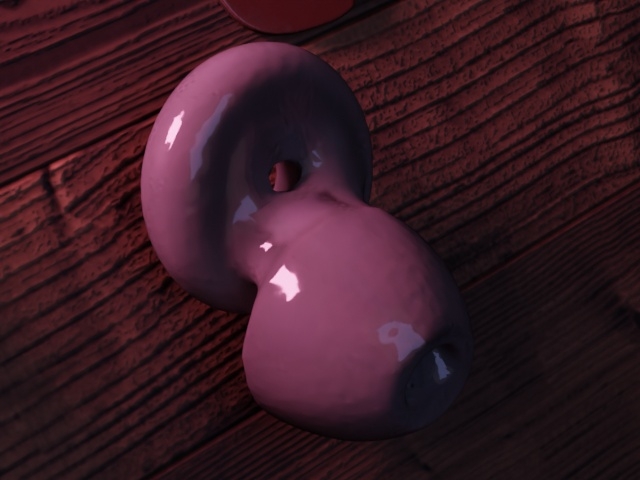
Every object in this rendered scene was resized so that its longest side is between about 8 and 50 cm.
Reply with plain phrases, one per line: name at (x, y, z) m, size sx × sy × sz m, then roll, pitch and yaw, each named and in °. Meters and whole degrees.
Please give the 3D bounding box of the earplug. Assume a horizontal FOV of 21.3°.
earplug at (-0.006, 0.004, 1.315) m, size 0.214 × 0.175 × 0.325 m, roll -27°, pitch 86°, yaw -33°

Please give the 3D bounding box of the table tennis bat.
table tennis bat at (0.004, -0.252, 1.447) m, size 0.234 × 0.022 × 0.131 m, roll -22°, pitch 94°, yaw -30°
